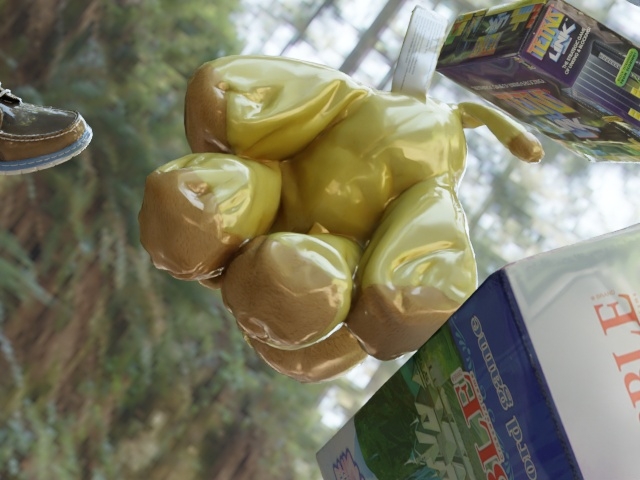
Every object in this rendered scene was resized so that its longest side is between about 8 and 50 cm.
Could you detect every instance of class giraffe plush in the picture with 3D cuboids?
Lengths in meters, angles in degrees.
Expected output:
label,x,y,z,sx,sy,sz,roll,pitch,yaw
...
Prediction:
label,x,y,z,sx,sy,sz,roll,pitch,yaw
giraffe plush,0.000,0.000,0.853,0.181,0.210,0.170,33,-37,8

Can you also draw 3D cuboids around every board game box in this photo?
label,x,y,z,sx,sy,sz,roll,pitch,yaw
board game box,0.105,0.193,0.649,0.318,0.066,0.318,120,-47,-68
board game box,0.166,-0.102,1.077,0.141,0.048,0.170,27,-4,-14

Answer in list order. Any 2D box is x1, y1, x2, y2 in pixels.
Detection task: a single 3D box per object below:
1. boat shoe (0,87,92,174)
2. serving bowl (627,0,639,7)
label,x,y,z,sx,sy,sz,roll,pitch,yaw
boat shoe,-0.278,-0.096,1.322,0.183,0.066,0.066,-1,-54,10
serving bowl,0.206,-0.180,1.011,0.083,0.027,0.083,18,-57,30
